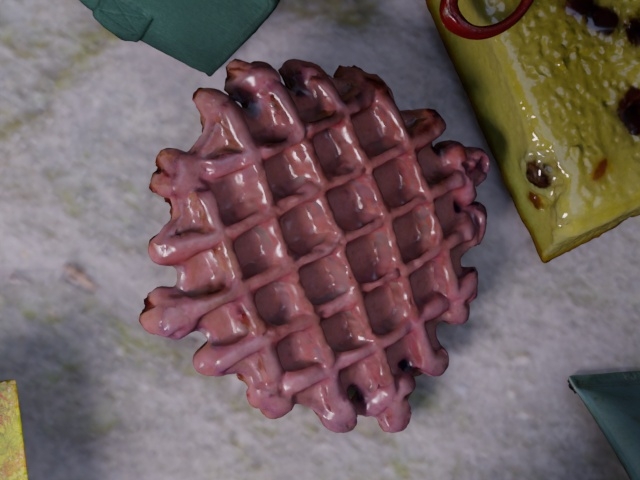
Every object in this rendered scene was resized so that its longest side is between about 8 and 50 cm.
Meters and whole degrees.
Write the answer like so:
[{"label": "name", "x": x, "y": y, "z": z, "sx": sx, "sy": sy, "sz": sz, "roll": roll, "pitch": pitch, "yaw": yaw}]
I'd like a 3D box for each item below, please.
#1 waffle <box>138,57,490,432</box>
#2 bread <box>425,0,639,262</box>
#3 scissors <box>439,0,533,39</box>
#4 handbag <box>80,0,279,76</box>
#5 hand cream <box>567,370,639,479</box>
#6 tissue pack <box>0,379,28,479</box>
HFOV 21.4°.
[{"label": "waffle", "x": 0.000, "y": 0.000, "z": 1.019, "sx": 0.234, "sy": 0.055, "sz": 0.221, "roll": 26, "pitch": 78, "yaw": -27}, {"label": "bread", "x": 0.140, "y": -0.178, "z": 1.119, "sx": 0.138, "sy": 0.077, "sz": 0.361, "roll": -21, "pitch": 85, "yaw": -19}, {"label": "scissors", "x": 0.162, "y": -0.227, "z": 1.087, "sx": 0.247, "sy": 0.017, "sz": 0.144, "roll": -23, "pitch": 86, "yaw": -21}, {"label": "handbag", "x": -0.129, "y": -0.216, "z": 0.938, "sx": 0.268, "sy": 0.274, "sz": 0.100, "roll": 32, "pitch": 78, "yaw": -5}, {"label": "hand cream", "x": 0.258, "y": 0.186, "z": 1.010, "sx": 0.111, "sy": 0.070, "sz": 0.312, "roll": -4, "pitch": 45, "yaw": -20}, {"label": "tissue pack", "x": -0.208, "y": 0.171, "z": 0.940, "sx": 0.095, "sy": 0.062, "sz": 0.176, "roll": -5, "pitch": 78, "yaw": -18}]
